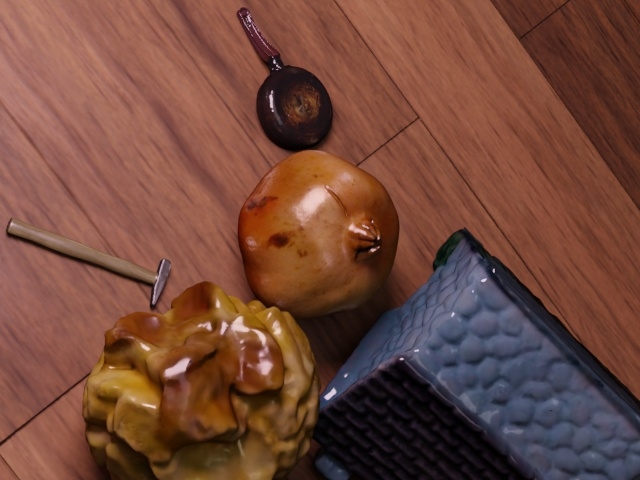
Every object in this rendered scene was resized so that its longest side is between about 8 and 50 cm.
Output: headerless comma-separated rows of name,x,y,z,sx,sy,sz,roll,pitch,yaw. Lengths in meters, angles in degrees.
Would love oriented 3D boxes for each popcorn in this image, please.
popcorn,-0.117,0.193,1.234,0.265,0.225,0.332,-44,120,-19

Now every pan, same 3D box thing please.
pan,-0.052,-0.223,1.482,0.115,0.040,0.212,-24,88,-36

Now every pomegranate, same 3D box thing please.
pomegranate,-0.003,-0.002,1.357,0.209,0.209,0.209,8,72,-26

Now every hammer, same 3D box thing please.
hammer,-0.275,0.020,1.307,0.198,0.013,0.062,22,66,-21

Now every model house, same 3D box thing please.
model house,0.192,0.234,1.371,0.360,0.297,0.339,43,96,-9
